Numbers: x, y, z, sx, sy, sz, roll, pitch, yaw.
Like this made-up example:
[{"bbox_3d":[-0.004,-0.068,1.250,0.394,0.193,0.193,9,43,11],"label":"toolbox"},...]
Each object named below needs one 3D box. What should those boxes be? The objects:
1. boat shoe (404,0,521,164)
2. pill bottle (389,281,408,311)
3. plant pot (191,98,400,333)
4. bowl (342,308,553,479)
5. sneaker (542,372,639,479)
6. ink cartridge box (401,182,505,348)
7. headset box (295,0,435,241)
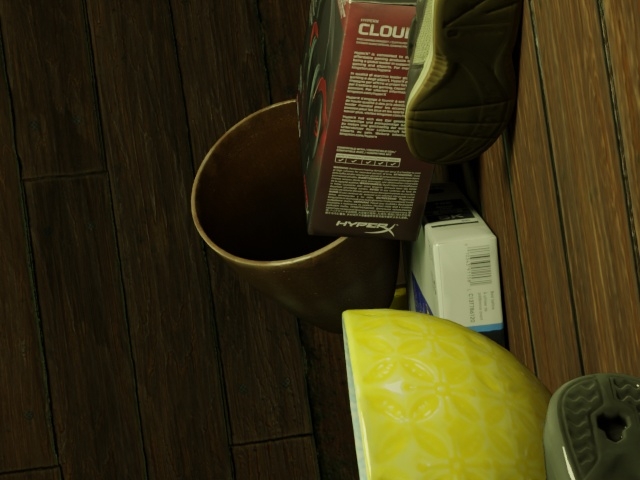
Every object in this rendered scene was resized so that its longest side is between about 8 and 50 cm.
[{"bbox_3d":[0.104,-0.144,1.057,0.223,0.080,0.073,93,176,-56],"label":"boat shoe"},{"bbox_3d":[0.111,0.143,1.650,0.215,0.117,0.117,-100,2,-63],"label":"pill bottle"},{"bbox_3d":[0.000,0.000,1.566,0.230,0.215,0.215,63,-165,-51],"label":"plant pot"},{"bbox_3d":[0.107,0.176,0.879,0.289,0.156,0.289,172,90,-89],"label":"bowl"},{"bbox_3d":[0.149,0.187,0.678,0.227,0.087,0.130,-94,-4,-47],"label":"sneaker"},{"bbox_3d":[0.127,0.040,1.433,0.332,0.065,0.165,-106,9,-76],"label":"ink cartridge box"},{"bbox_3d":[0.052,-0.179,1.312,0.218,0.110,0.293,-96,12,-46],"label":"headset box"}]
